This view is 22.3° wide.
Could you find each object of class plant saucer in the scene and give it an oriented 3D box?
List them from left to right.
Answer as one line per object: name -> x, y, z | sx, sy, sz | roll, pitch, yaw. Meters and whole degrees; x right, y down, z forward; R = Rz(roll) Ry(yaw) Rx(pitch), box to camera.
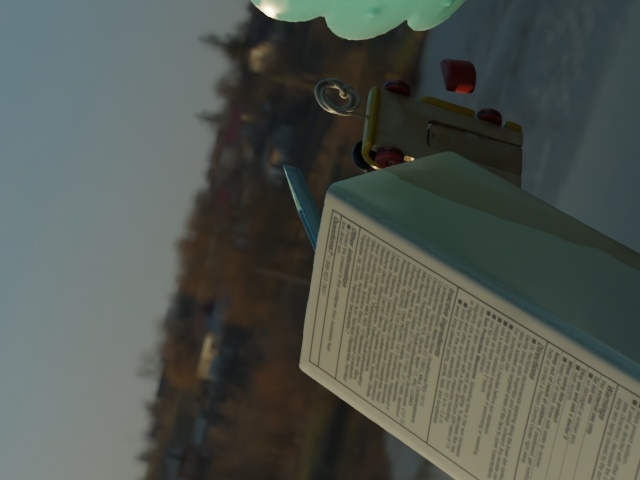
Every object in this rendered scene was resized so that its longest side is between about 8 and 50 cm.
plant saucer -> 0.000, 0.000, 1.598 | 0.192, 0.018, 0.067 | -112, 3, -50

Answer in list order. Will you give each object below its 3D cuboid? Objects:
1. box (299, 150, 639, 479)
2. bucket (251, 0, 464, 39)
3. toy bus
box -> 0.140, 0.078, 0.988 | 0.121, 0.311, 0.148 | -18, -51, -41
bucket -> 0.039, -0.287, 1.011 | 0.183, 0.281, 0.281 | 134, 154, -58
toy bus -> 0.101, -0.079, 1.617 | 0.191, 0.202, 0.104 | -26, -20, -34
